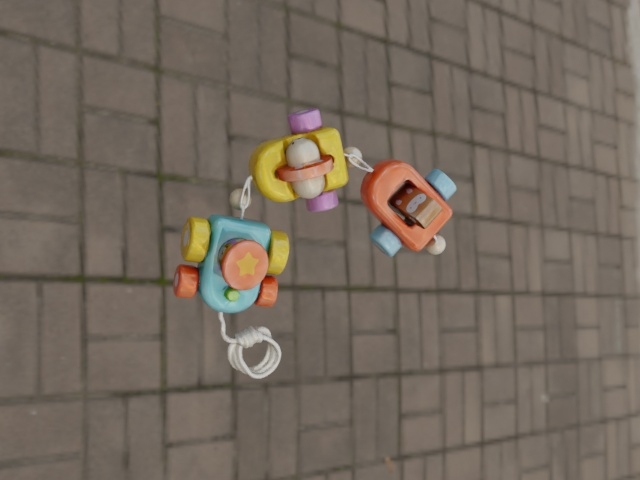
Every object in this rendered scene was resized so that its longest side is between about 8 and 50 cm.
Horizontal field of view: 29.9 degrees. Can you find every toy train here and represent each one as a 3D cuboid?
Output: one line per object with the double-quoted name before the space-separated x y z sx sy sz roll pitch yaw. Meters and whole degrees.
"toy train" 0.000 0.000 0.670 0.166 0.046 0.125 -42 110 -8
